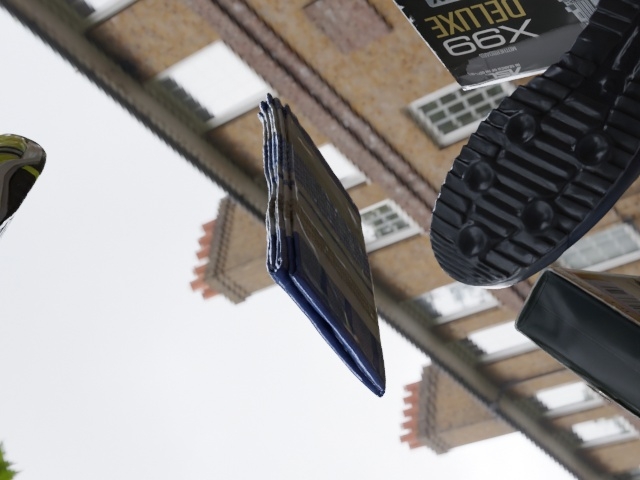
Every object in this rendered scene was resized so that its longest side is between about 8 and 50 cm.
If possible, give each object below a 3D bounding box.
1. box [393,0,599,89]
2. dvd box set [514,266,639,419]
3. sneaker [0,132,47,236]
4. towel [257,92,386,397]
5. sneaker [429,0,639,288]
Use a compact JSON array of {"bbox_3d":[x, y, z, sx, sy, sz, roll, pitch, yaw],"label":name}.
[{"bbox_3d":[0.229,-0.259,1.028,0.242,0.307,0.076,39,-132,-53],"label":"box"},{"bbox_3d":[0.385,0.129,0.908,0.307,0.062,0.420,35,-162,34],"label":"dvd box set"},{"bbox_3d":[-0.390,-0.029,1.104,0.147,0.145,0.385,31,-155,-10],"label":"sneaker"},{"bbox_3d":[0.000,0.000,1.133,0.209,0.034,0.285,53,-160,-38],"label":"towel"},{"bbox_3d":[0.208,-0.087,0.762,0.112,0.319,0.131,44,-171,30],"label":"sneaker"}]
